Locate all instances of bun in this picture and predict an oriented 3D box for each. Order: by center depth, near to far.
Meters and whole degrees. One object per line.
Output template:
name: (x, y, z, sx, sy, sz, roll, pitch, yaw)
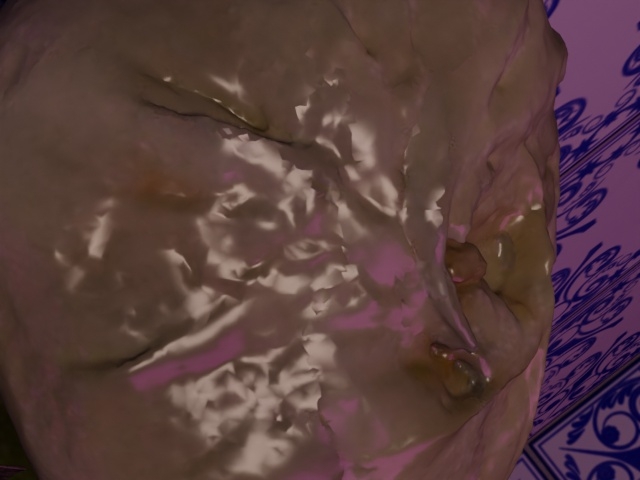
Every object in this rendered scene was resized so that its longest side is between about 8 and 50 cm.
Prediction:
bun: (0.000, 0.000, 0.747, 0.361, 0.361, 0.213, -22, -162, -36)

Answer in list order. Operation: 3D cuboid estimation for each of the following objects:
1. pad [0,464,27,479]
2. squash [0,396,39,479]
pad: (-0.273, 0.134, 0.830, 0.158, 0.003, 0.235, 12, 155, -32)
squash: (-0.098, 0.173, 0.980, 0.310, 0.309, 0.310, -33, 162, -12)
